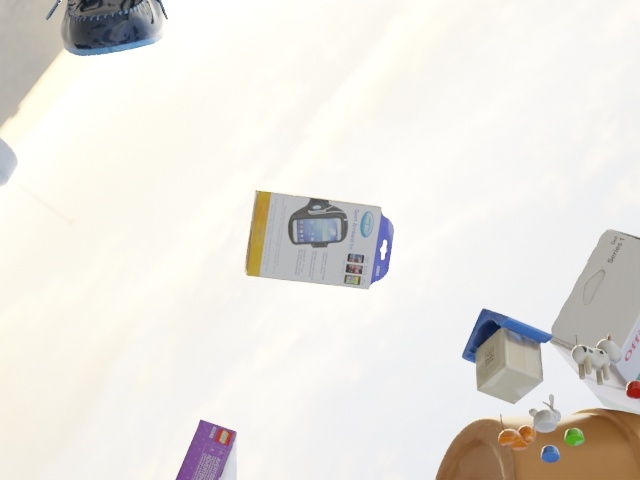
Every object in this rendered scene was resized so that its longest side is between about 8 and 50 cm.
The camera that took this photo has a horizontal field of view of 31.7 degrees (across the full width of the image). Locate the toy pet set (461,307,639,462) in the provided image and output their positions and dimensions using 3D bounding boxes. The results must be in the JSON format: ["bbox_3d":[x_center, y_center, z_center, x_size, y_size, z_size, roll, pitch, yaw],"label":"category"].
[{"bbox_3d":[0.167,0.101,0.866,0.122,0.114,0.065,-50,-155,42],"label":"toy pet set"}]

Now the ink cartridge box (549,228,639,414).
[{"bbox_3d":[0.381,0.109,1.368,0.092,0.219,0.160,21,-104,39],"label":"ink cartridge box"}]

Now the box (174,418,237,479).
[{"bbox_3d":[-0.170,0.395,1.525,0.293,0.057,0.201,96,13,-57],"label":"box"}]

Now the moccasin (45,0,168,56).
[{"bbox_3d":[-0.252,-0.303,1.318,0.137,0.117,0.342,-7,-154,-8],"label":"moccasin"}]

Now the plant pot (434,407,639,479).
[{"bbox_3d":[0.257,0.319,1.289,0.291,0.203,0.291,-163,-90,-71],"label":"plant pot"}]

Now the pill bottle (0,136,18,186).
[{"bbox_3d":[-0.491,-0.021,1.378,0.153,0.153,0.265,-13,-134,57],"label":"pill bottle"}]

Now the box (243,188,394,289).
[{"bbox_3d":[0.000,0.000,1.061,0.028,0.136,0.081,-149,-113,-74],"label":"box"}]
